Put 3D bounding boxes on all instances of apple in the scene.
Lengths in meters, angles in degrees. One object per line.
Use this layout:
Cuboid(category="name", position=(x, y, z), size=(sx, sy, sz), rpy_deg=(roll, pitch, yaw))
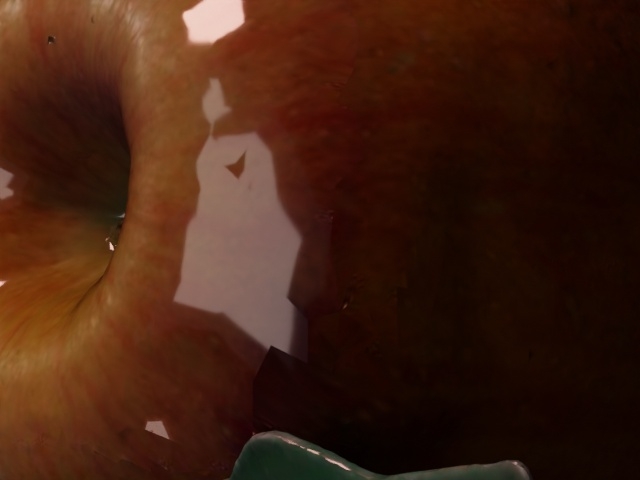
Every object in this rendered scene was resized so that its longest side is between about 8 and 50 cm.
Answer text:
Cuboid(category="apple", position=(0.000, 0.000, 0.498), size=(0.211, 0.188, 0.211), rpy_deg=(-13, 71, 41))

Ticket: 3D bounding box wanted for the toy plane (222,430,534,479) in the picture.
Cuboid(category="toy plane", position=(0.055, 0.214, 0.399), size=(0.155, 0.106, 0.381), rpy_deg=(-16, 97, 51))
